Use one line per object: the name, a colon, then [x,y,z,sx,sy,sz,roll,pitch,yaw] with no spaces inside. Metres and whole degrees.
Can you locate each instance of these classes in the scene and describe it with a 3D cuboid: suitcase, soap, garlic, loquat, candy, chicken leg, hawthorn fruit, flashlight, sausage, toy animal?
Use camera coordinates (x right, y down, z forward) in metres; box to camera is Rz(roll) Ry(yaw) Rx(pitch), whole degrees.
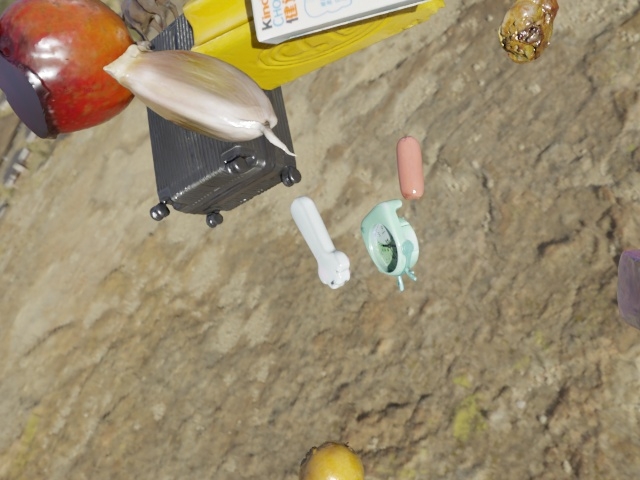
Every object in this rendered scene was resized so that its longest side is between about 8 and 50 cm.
suitcase: [-0.182,-0.218,1.265,0.229,0.152,0.335,-24,69,37]
soap: [-0.005,-0.323,1.043,0.324,0.204,0.096,-17,79,31]
garlic: [-0.126,-0.175,0.978,0.266,0.129,0.148,19,47,13]
loquat: [0.023,0.467,1.491,0.141,0.141,0.141,-30,42,32]
candy: [0.642,0.108,1.326,0.265,0.115,0.156,-119,27,-78]
chicken leg: [0.401,-0.445,1.355,0.087,0.107,0.252,29,106,27]
hawthorn fruit: [-0.378,-0.282,1.160,0.249,0.215,0.215,-18,28,-22]
flashlight: [0.000,0.000,1.498,0.200,0.047,0.093,62,147,13]
sausage: [0.218,-0.177,1.819,0.062,0.062,0.154,-11,81,45]
toy animal: [-0.367,-0.457,1.498,0.094,0.186,0.214,-47,10,-33]

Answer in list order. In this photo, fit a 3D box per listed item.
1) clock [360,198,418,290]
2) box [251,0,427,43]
clock: [0.179,0.016,1.838,0.211,0.066,0.159,68,153,13]
box: [0.025,-0.377,0.811,0.264,0.048,0.274,-4,97,32]
